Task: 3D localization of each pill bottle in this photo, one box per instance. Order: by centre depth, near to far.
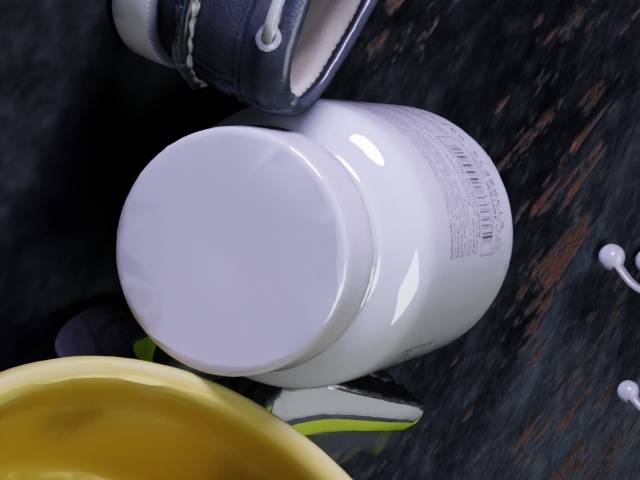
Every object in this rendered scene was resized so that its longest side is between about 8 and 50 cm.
[{"bbox_3d":[0.000,0.000,0.865,0.131,0.131,0.229,-66,163,10],"label":"pill bottle"}]

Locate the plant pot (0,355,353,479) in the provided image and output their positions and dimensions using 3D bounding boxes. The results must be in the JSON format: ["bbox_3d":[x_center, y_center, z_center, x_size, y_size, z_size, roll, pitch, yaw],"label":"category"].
[{"bbox_3d":[-0.112,0.212,0.761,0.254,0.254,0.239,-29,167,-50],"label":"plant pot"}]

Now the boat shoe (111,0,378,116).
[{"bbox_3d":[0.031,-0.188,0.801,0.302,0.091,0.114,-60,156,-2],"label":"boat shoe"}]

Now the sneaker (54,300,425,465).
[{"bbox_3d":[-0.054,0.098,0.958,0.300,0.111,0.121,3,124,-58],"label":"sneaker"}]

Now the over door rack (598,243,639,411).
[{"bbox_3d":[0.325,-0.016,1.579,0.239,0.108,0.324,6,97,-65],"label":"over door rack"}]
